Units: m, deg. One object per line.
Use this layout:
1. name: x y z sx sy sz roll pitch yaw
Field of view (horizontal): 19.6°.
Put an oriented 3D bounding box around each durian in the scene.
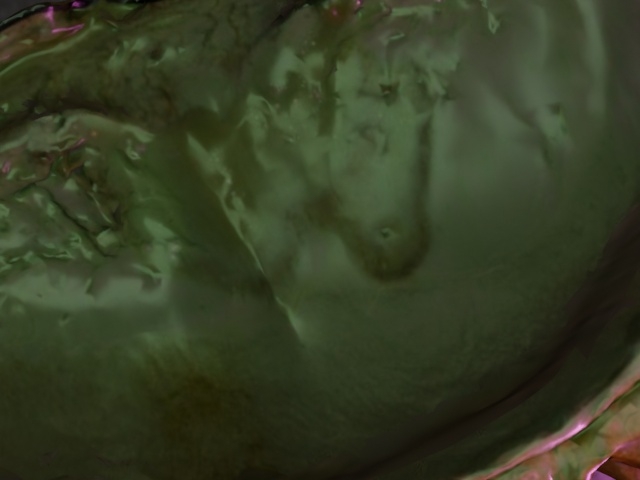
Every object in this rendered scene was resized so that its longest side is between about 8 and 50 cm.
1. durian: 0.002 0.003 0.555 0.394 0.163 0.198 -17 108 -7
